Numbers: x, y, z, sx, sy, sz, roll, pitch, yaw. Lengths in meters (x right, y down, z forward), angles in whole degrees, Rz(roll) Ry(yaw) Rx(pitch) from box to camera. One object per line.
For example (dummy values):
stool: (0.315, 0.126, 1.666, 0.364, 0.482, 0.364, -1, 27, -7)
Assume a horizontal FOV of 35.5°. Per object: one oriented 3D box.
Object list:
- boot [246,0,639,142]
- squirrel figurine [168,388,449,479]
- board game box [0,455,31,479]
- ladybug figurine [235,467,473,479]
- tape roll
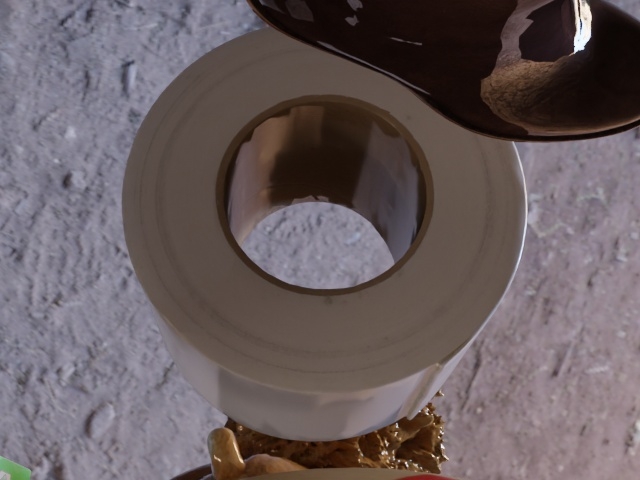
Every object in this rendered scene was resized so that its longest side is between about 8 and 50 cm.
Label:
boot: (0.085, -0.100, 0.449, 0.248, 0.207, 0.090, 13, 93, -10)
squirrel figurine: (-0.047, 0.260, 0.954, 0.397, 0.281, 0.370, -58, 175, -34)
board game box: (-0.359, 0.133, 0.650, 0.317, 0.213, 0.046, 66, 25, -62)
ladybug figurine: (0.051, 0.220, 0.241, 0.305, 0.449, 0.162, -55, 146, -12)
tape roll: (0.000, 0.000, 0.670, 0.246, 0.246, 0.169, -47, 167, -17)
